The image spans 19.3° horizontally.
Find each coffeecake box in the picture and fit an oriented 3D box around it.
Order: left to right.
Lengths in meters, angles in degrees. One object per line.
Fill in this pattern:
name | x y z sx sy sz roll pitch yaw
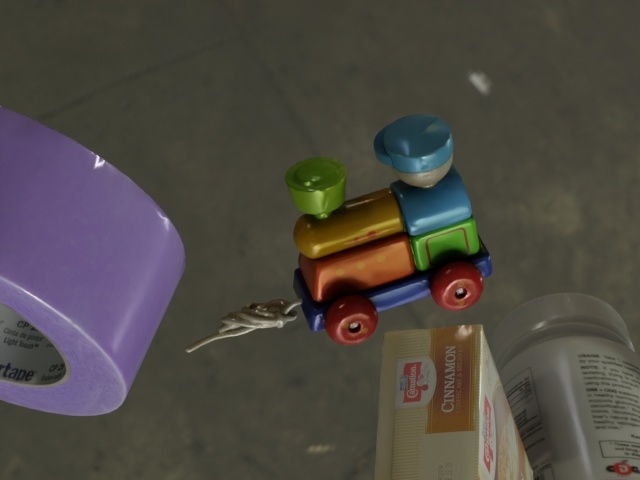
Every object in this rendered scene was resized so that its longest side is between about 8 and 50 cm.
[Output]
coffeecake box | 0.089 0.165 1.214 0.185 0.068 0.142 66 23 -49

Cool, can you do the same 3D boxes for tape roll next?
tape roll | -0.169 0.008 0.944 0.189 0.189 0.080 31 63 -18

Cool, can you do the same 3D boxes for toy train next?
toy train | 0.000 0.000 1.448 0.248 0.143 0.105 -17 37 -5

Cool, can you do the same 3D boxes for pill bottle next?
pill bottle | 0.232 0.186 1.666 0.160 0.160 0.283 26 33 -23
